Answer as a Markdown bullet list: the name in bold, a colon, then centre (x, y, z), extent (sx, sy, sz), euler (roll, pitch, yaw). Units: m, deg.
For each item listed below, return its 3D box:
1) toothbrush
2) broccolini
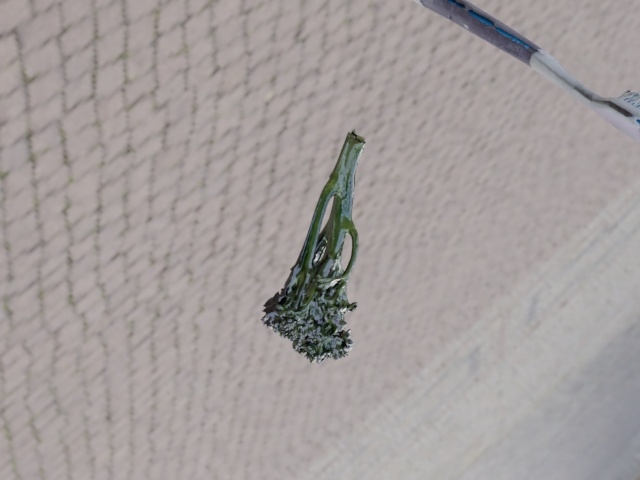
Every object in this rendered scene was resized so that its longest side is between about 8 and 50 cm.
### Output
- **toothbrush**: centre (0.135, -0.131, 0.926), extent (0.026, 0.288, 0.024), euler (-30, 129, -15)
- **broccolini**: centre (0.011, 0.000, 1.121), extent (0.074, 0.058, 0.201), euler (25, 78, -43)
